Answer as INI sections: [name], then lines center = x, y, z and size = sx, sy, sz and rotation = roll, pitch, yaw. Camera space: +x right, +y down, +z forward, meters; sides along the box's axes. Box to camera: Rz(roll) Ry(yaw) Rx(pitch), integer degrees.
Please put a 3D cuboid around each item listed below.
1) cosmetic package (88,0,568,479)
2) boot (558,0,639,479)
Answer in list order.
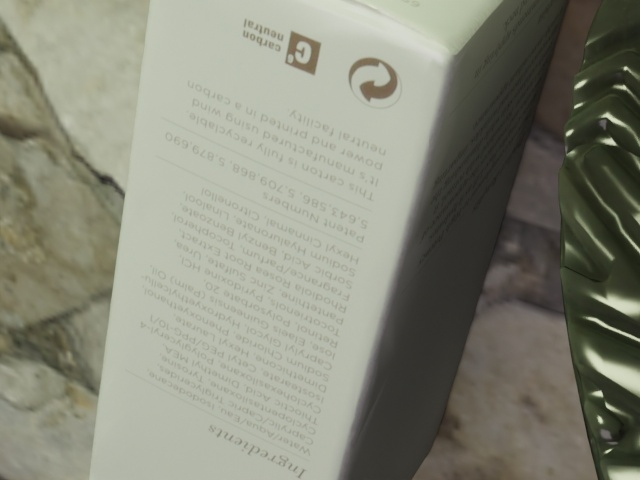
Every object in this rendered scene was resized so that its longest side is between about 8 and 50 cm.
[cosmetic package]
center = 0.000, 0.000, 0.502
size = 0.085, 0.117, 0.231
rotation = 26, 129, 13
[boot]
center = 0.141, 0.103, 0.459
size = 0.131, 0.348, 0.260
rotation = -4, 160, 11
